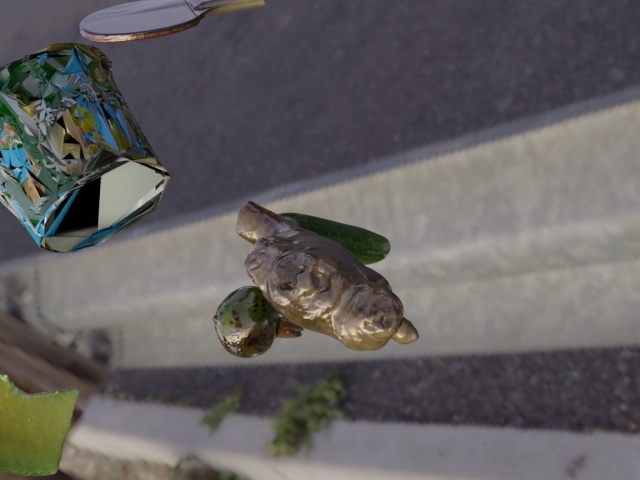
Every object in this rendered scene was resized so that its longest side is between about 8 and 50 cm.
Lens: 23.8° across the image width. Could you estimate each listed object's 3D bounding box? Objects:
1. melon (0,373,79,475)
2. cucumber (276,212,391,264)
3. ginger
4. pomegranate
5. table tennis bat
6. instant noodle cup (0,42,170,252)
[{"bbox_3d":[-0.266,0.098,1.169,0.118,0.209,0.064,-46,20,-13],"label":"melon"},{"bbox_3d":[0.000,0.000,1.960,0.056,0.250,0.056,-16,70,50],"label":"cucumber"},{"bbox_3d":[0.003,0.041,1.396,0.080,0.166,0.333,-59,11,1],"label":"ginger"},{"bbox_3d":[-0.065,0.087,1.520,0.073,0.084,0.073,-51,5,6],"label":"pomegranate"},{"bbox_3d":[-0.172,-0.265,1.775,0.220,0.019,0.130,-12,26,-10],"label":"table tennis bat"},{"bbox_3d":[-0.315,-0.104,1.893,0.240,0.178,0.240,-32,-21,-14],"label":"instant noodle cup"}]
